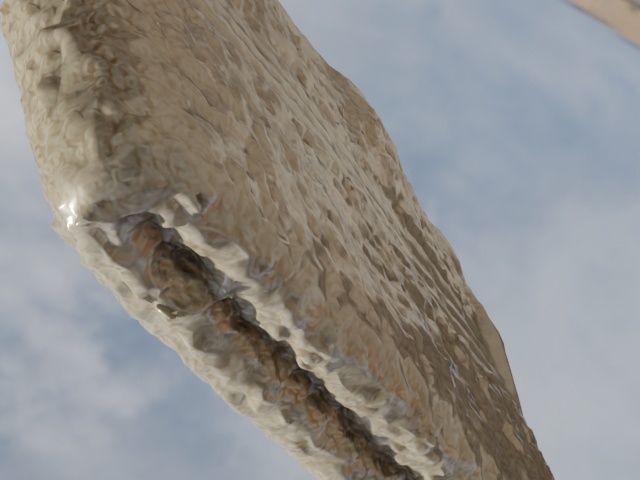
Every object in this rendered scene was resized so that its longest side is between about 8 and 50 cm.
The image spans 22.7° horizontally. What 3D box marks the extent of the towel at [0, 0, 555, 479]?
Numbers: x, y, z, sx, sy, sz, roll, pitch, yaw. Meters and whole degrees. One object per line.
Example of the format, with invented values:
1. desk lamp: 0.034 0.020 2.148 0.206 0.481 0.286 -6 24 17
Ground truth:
1. towel: 0.000 0.000 0.463 0.282 0.049 0.187 49 -166 -46
